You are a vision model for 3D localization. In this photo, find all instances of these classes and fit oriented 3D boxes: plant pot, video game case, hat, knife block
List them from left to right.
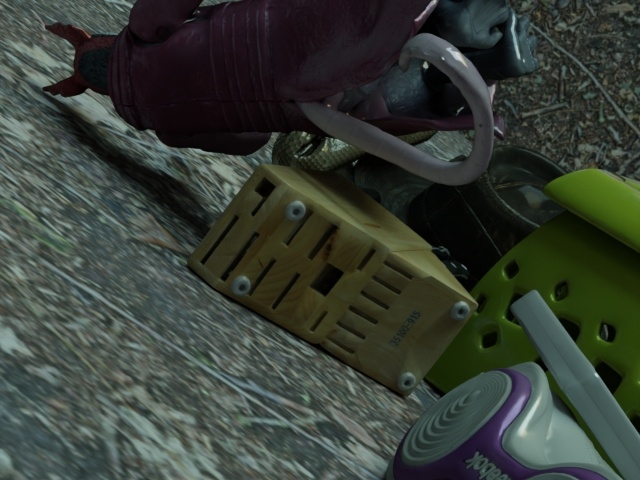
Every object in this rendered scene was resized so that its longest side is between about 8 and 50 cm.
[{"bbox_3d":[0.000,0.000,1.406,0.276,0.088,0.242,31,10,-33],"label":"knife block"},{"bbox_3d":[0.195,-0.007,1.842,0.331,0.134,0.331,36,24,-18],"label":"hat"},{"bbox_3d":[0.252,0.075,1.472,0.228,0.207,0.227,34,12,30],"label":"plant pot"},{"bbox_3d":[0.223,0.172,1.224,0.285,0.025,0.204,55,4,-12],"label":"video game case"}]

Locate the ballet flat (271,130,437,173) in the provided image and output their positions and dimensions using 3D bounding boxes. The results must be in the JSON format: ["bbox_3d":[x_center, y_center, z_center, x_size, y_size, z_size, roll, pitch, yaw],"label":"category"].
[{"bbox_3d":[0.041,-0.116,1.837,0.084,0.058,0.250,20,31,35],"label":"ballet flat"}]

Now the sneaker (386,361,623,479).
[{"bbox_3d":[0.126,0.172,1.072,0.152,0.114,0.305,55,3,-19],"label":"sneaker"}]

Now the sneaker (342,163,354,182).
[{"bbox_3d":[0.036,-0.038,1.869,0.161,0.057,0.075,35,26,-21],"label":"sneaker"}]

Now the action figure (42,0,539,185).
[{"bbox_3d":[-0.034,-0.114,1.385,0.275,0.370,0.248,-79,160,-46],"label":"action figure"}]
